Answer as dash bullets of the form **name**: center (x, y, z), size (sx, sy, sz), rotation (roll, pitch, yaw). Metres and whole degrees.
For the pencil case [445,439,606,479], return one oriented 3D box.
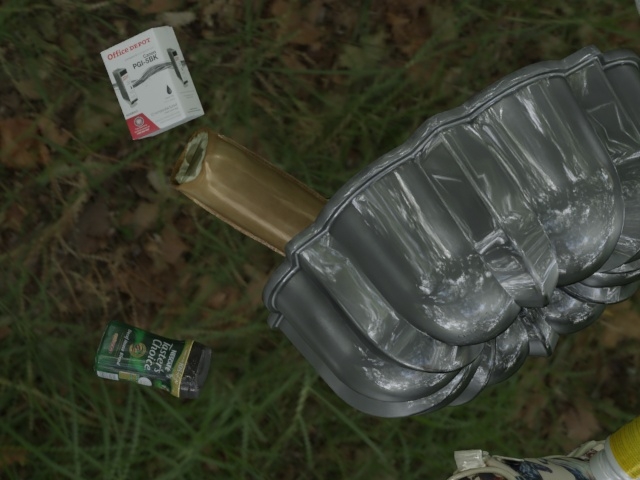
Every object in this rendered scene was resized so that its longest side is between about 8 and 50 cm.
- **pencil case**: center (0.339, 0.388, 1.735), size (0.410, 0.160, 0.183), rotation (5, 85, -51)

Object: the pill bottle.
- **pill bottle**: center (0.358, 0.232, 1.303), size (0.065, 0.065, 0.116), rotation (23, 128, -32)

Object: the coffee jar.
- **coffee jar**: center (-0.278, 0.201, 1.958), size (0.184, 0.079, 0.096), rotation (14, 61, 1)

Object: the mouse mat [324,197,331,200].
- **mouse mat**: center (0.063, -0.003, 1.948), size (0.153, 0.189, 0.007), rotation (-4, 142, -8)

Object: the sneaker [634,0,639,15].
- **sneaker**: center (0.304, -0.279, 0.840), size (0.130, 0.236, 0.322), rotation (22, 96, 1)

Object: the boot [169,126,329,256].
- **boot**: center (0.000, 0.000, 1.062), size (0.270, 0.236, 0.089), rotation (32, 85, -17)

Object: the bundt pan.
- **bundt pan**: center (0.129, 0.017, 0.840), size (0.331, 0.124, 0.331), rotation (-29, 161, -11)

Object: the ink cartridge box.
- **ink cartridge box**: center (-0.238, -0.223, 1.655), size (0.056, 0.099, 0.135), rotation (-27, 96, -64)
